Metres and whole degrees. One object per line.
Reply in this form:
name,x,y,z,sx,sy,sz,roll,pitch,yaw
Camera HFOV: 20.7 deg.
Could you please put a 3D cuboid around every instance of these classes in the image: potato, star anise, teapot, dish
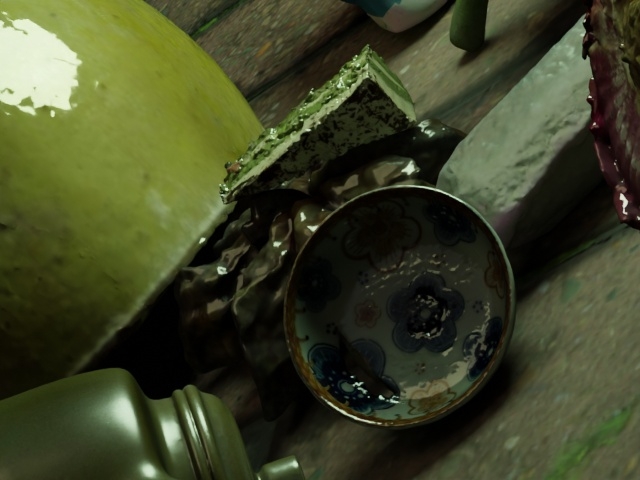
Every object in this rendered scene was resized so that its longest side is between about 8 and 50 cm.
potato,-0.273,-0.042,1.344,0.385,0.319,0.442,-38,10,31
star anise,-0.001,0.001,1.154,0.236,0.109,0.223,-51,27,-17
teapot,-0.093,0.161,0.978,0.175,0.185,0.267,-14,-9,-7
dish,0.057,0.045,1.024,0.141,0.078,0.141,-6,75,22

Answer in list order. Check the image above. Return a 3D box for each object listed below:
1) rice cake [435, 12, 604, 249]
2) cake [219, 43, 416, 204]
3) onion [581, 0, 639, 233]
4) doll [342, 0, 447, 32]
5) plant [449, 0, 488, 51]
rice cake,0.227,-0.143,1.039,0.399,0.064,0.070,-44,50,4
cake,-0.010,-0.073,1.125,0.140,0.055,0.051,-25,32,8
onion,0.228,-0.090,0.844,0.230,0.163,0.230,-179,90,-73
doll,0.081,-0.354,1.451,0.310,0.240,0.284,-48,46,-4
plant,0.147,-0.311,1.237,0.297,0.306,0.261,120,152,-66
